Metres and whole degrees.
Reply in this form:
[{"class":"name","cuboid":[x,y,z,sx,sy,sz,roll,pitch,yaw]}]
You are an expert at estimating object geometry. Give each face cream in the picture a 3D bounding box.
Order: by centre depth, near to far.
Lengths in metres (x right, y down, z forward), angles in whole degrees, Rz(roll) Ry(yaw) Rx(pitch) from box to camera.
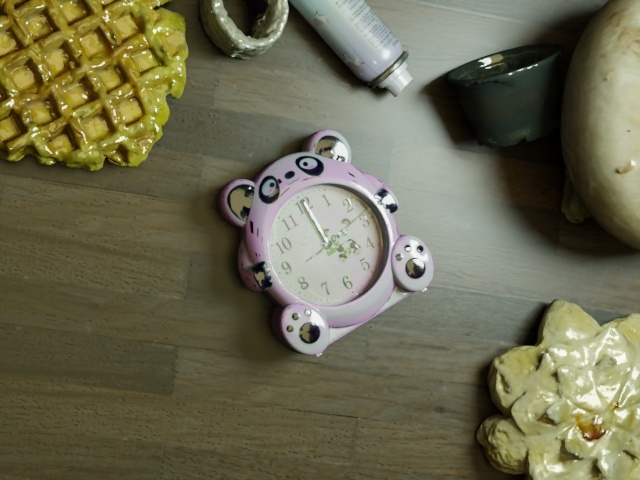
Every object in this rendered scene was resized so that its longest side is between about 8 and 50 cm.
[{"class":"face cream","cuboid":[0.034,-0.282,1.768,0.075,0.075,0.229,-44,98,-10]}]

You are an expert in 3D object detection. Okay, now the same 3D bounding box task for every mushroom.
[{"class":"mushroom","cuboid":[0.477,-0.157,1.735,0.362,0.295,0.362,-1,91,-47]}]

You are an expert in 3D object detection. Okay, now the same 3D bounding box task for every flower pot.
[{"class":"flower pot","cuboid":[0.253,-0.187,1.789,0.157,0.157,0.106,-22,107,-12]}]

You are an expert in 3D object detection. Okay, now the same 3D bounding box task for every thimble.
[{"class":"thimble","cuboid":[-0.099,-0.292,1.731,0.102,0.090,0.115,-3,89,-17]}]

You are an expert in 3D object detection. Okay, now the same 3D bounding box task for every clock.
[{"class":"clock","cuboid":[0.000,0.000,1.753,0.228,0.090,0.247,-31,95,-12]}]

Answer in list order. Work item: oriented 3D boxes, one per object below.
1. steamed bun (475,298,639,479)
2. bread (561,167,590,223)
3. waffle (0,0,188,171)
[{"class":"steamed bun","cuboid":[0.362,0.221,1.814,0.296,0.137,0.292,-4,88,-11]},{"class":"bread","cuboid":[0.352,-0.067,1.863,0.049,0.034,0.088,4,93,-27]},{"class":"waffle","cuboid":[-0.325,-0.236,1.688,0.325,0.068,0.302,16,86,-11]}]
